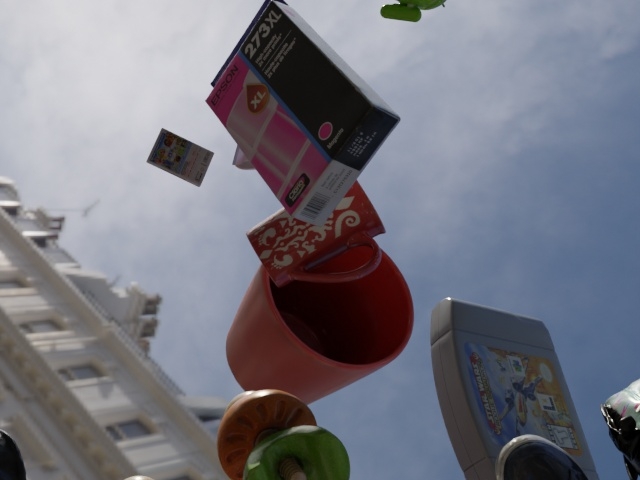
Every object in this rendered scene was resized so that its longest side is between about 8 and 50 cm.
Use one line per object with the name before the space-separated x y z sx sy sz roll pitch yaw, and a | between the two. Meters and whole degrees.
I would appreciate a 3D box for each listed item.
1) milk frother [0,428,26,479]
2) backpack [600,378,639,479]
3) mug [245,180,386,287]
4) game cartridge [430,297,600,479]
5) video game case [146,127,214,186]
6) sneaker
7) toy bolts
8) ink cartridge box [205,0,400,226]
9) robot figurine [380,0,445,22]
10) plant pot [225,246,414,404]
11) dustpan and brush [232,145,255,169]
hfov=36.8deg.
milk frother | -0.269 0.144 0.556 0.143 0.135 0.129 -41 -125 28
backpack | 0.386 0.222 1.062 0.115 0.182 0.152 -26 -82 4
mug | -0.005 -0.008 1.322 0.169 0.113 0.150 -30 -149 0
game cartridge | 0.239 0.211 1.214 0.062 0.198 0.297 -43 -136 36
video game case | -0.291 -0.173 2.007 0.011 0.122 0.087 -42 -154 60
sneaker | 0.261 0.283 0.878 0.226 0.086 0.163 54 -9 -11
toy bolts | -0.093 0.270 0.935 0.158 0.228 0.218 30 -43 63
ink cartridge box | -0.050 -0.197 1.298 0.176 0.069 0.371 -53 -135 18
robot figurine | 0.094 -0.279 0.996 0.067 0.115 0.101 11 -89 48
plant pot | -0.021 0.143 1.584 0.243 0.275 0.275 -49 -122 45
dustpan and brush | -0.048 -0.191 1.776 0.060 0.211 0.147 54 -32 21
